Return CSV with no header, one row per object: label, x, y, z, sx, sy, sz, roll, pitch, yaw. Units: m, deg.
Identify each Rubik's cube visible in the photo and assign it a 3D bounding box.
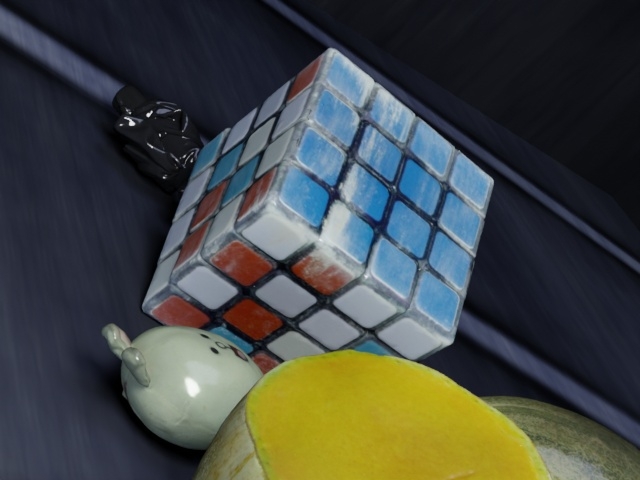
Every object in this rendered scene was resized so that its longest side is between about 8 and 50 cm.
Rubik's cube,0.000,-0.001,1.503,0.256,0.253,0.259,36,47,-20

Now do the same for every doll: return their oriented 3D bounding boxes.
doll,-0.097,0.154,1.330,0.275,0.113,0.155,17,21,-37

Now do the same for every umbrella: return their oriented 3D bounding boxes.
umbrella,-0.167,-0.093,1.723,0.122,0.110,0.272,-30,69,-34

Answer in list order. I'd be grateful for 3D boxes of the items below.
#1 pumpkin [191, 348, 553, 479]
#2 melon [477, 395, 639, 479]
pumpkin,0.037,0.238,1.097,0.332,0.199,0.332,11,34,-7
melon,0.232,0.295,1.454,0.329,0.248,0.248,34,20,-13
